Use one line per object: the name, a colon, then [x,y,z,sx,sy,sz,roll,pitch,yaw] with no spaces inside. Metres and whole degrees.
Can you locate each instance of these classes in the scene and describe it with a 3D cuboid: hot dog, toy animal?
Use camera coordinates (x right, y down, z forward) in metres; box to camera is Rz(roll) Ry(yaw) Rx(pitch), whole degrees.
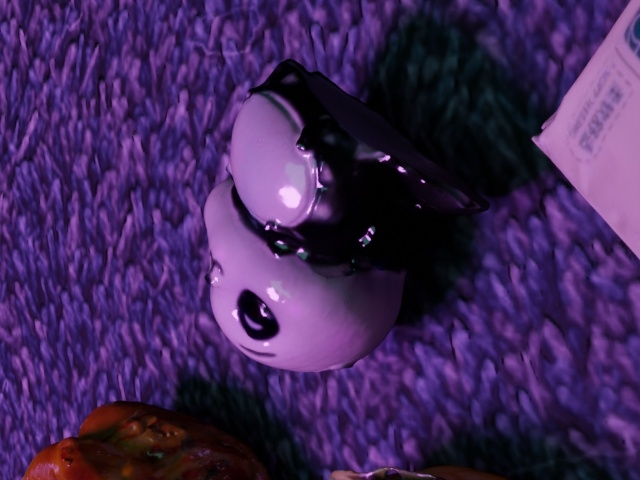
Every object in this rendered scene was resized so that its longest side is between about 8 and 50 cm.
hot dog: [-0.113,0.207,0.973,0.256,0.150,0.153,43,132,38]
toy animal: [0.000,0.000,0.831,0.179,0.138,0.166,-62,35,24]

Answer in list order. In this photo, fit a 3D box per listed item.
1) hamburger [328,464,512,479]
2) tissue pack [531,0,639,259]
hamburger: [0.045,0.248,0.781,0.246,0.170,0.246,4,96,45]
tissue pack: [0.293,-0.083,0.446,0.297,0.207,0.380,52,128,33]
